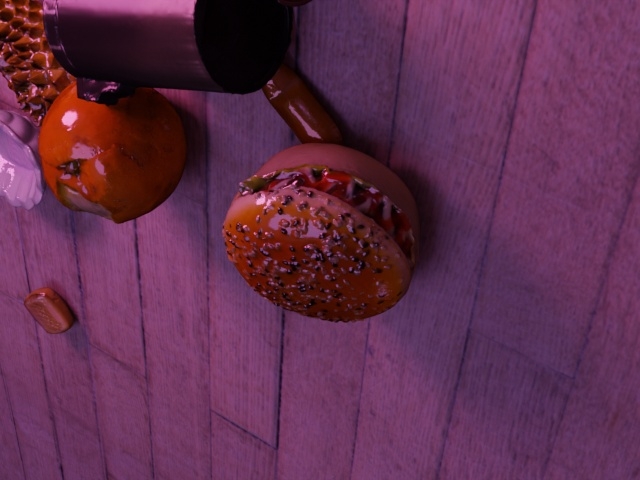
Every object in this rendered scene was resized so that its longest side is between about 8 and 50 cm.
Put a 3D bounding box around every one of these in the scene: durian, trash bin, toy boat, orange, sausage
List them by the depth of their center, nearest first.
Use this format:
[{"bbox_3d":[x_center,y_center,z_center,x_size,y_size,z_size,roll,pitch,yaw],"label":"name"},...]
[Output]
[{"bbox_3d":[-0.215,-0.309,1.425,0.301,0.203,0.252,10,90,35],"label":"trash bin"},{"bbox_3d":[-0.027,-0.188,1.465,0.062,0.054,0.183,-41,89,13],"label":"sausage"},{"bbox_3d":[-0.334,-0.148,1.634,0.240,0.240,0.240,23,133,27],"label":"orange"},{"bbox_3d":[-0.491,-0.302,1.728,0.341,0.112,0.191,50,142,-9],"label":"durian"},{"bbox_3d":[-0.609,-0.177,1.946,0.290,0.100,0.199,25,133,24],"label":"toy boat"}]

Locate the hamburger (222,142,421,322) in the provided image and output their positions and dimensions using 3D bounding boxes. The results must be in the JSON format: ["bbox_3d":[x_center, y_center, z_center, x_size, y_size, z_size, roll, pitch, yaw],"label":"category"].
[{"bbox_3d":[0.000,0.000,1.454,0.300,0.176,0.300,14,141,12],"label":"hamburger"}]

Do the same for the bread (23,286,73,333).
[{"bbox_3d":[-0.587,0.148,2.205,0.082,0.056,0.115,-22,118,29],"label":"bread"}]

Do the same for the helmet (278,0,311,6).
[{"bbox_3d":[-0.042,-0.367,1.338,0.089,0.057,0.111,-24,109,2],"label":"helmet"}]
